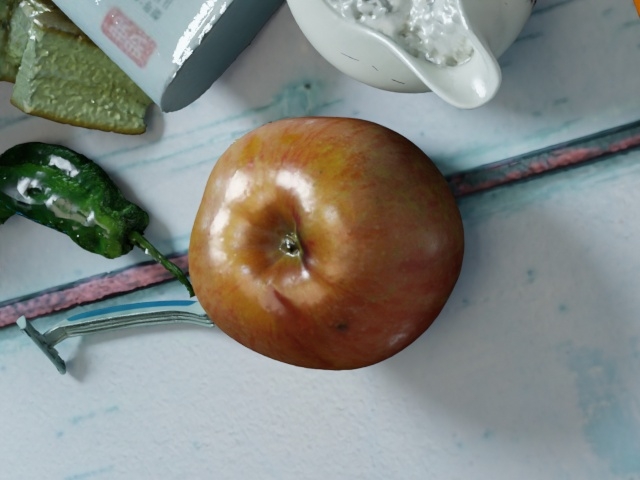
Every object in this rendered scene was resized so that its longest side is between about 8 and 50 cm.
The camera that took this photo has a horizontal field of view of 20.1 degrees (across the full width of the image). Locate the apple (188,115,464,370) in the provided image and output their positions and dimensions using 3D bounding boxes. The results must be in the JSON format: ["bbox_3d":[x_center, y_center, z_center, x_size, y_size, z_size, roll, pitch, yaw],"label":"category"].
[{"bbox_3d":[0.000,0.000,1.372,0.209,0.164,0.209,3,97,28],"label":"apple"}]

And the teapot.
[{"bbox_3d":[0.046,-0.225,1.322,0.300,0.166,0.208,45,129,6],"label":"teapot"}]

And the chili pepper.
[{"bbox_3d":[-0.235,-0.021,1.568,0.279,0.065,0.122,9,110,31],"label":"chili pepper"}]

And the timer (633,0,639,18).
[{"bbox_3d":[0.267,-0.203,1.226,0.136,0.099,0.136,-3,84,25],"label":"timer"}]

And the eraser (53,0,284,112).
[{"bbox_3d":[-0.143,-0.240,1.459,0.227,0.081,0.174,45,101,19],"label":"eraser"}]

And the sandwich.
[{"bbox_3d":[-0.248,-0.172,1.537,0.244,0.088,0.090,35,117,22],"label":"sandwich"}]

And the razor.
[{"bbox_3d":[-0.168,0.071,1.557,0.191,0.037,0.068,-12,134,28],"label":"razor"}]
